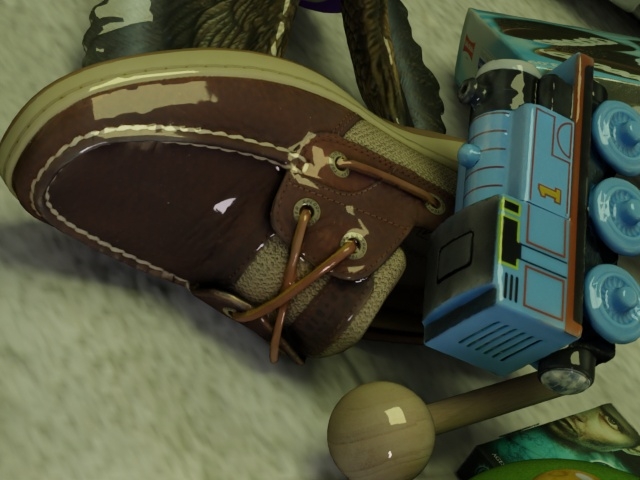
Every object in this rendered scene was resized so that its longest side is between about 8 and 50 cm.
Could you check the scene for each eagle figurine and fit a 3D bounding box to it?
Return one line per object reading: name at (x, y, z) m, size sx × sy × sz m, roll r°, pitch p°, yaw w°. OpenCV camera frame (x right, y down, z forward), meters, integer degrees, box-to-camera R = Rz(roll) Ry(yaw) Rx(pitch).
eagle figurine at (0.006, -0.165, 1.110) m, size 0.226 × 0.298 × 0.225 m, roll 20°, pitch 13°, yaw 13°

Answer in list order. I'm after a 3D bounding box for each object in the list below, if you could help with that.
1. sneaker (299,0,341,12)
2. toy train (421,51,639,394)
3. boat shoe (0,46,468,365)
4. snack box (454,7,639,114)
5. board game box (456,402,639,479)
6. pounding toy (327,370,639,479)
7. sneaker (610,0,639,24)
sneaker at (-0.099, -0.232, 1.240) m, size 0.293 × 0.102 × 0.146 m, roll 40°, pitch 43°, yaw 12°
toy train at (0.112, -0.014, 0.976) m, size 0.105 × 0.080 × 0.184 m, roll 24°, pitch 58°, yaw -27°
boat shoe at (0.000, 0.000, 0.988) m, size 0.342 × 0.123 × 0.123 m, roll 16°, pitch 36°, yaw -38°
snack box at (0.262, -0.083, 1.254) m, size 0.322 × 0.060 × 0.187 m, roll 9°, pitch 17°, yaw -10°
board game box at (0.170, 0.168, 0.992) m, size 0.126 × 0.026 × 0.186 m, roll -11°, pitch 52°, yaw -47°
pounding toy at (0.128, 0.133, 0.891) m, size 0.183 × 0.110 × 0.237 m, roll -11°, pitch 53°, yaw -32°
sneaker at (0.206, -0.241, 1.476) m, size 0.210 × 0.137 × 0.366 m, roll -14°, pitch 51°, yaw -48°
